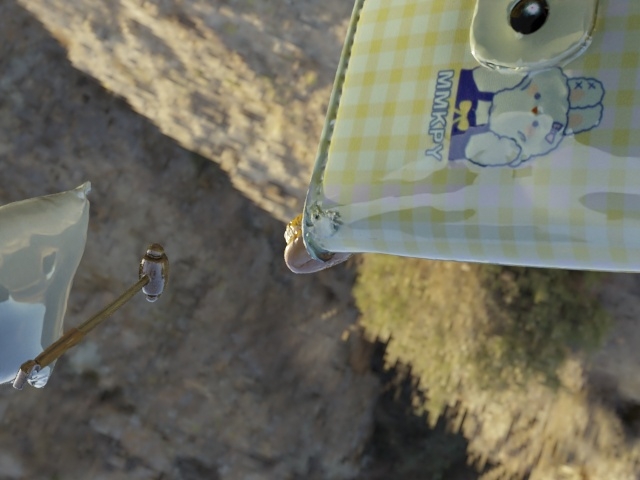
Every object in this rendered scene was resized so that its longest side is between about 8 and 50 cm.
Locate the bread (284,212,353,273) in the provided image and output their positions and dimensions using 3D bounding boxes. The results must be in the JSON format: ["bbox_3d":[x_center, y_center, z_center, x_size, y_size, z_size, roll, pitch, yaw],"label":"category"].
[{"bbox_3d":[0.000,0.000,1.384,0.083,0.046,0.081,1,136,-31],"label":"bread"}]

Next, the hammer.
[{"bbox_3d":[-0.094,0.033,0.544,0.014,0.029,0.123,13,-157,15],"label":"hammer"}]

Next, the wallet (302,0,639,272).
[{"bbox_3d":[0.143,-0.084,0.823,0.309,0.223,0.077,5,172,34],"label":"wallet"}]

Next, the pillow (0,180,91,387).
[{"bbox_3d":[-0.243,0.039,0.682,0.254,0.144,0.078,-7,-136,-40],"label":"pillow"}]
